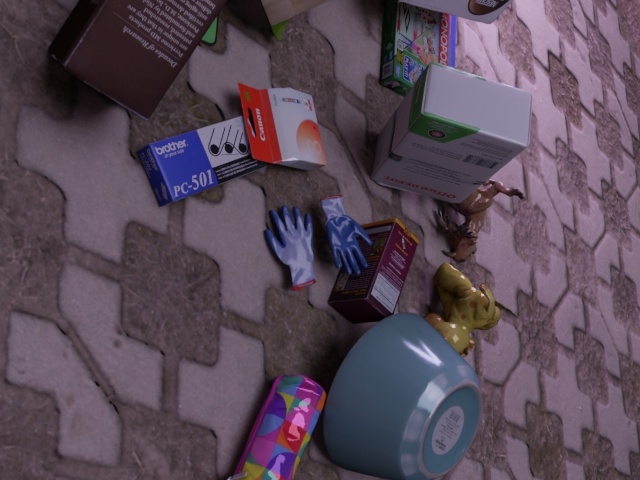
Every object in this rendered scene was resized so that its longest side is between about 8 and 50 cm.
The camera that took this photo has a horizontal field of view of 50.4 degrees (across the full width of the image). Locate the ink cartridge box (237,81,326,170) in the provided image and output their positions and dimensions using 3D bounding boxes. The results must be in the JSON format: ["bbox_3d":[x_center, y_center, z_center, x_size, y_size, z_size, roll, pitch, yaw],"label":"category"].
[{"bbox_3d":[-0.065,-0.208,1.219,0.179,0.045,0.145,5,71,-58],"label":"ink cartridge box"}]

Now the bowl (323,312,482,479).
[{"bbox_3d":[0.170,0.299,1.203,0.311,0.163,0.312,-17,116,-40],"label":"bowl"}]

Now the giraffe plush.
[{"bbox_3d":[0.284,0.175,1.427,0.170,0.210,0.181,-48,121,-6],"label":"giraffe plush"}]

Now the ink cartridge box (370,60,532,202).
[{"bbox_3d":[0.244,-0.198,1.332,0.211,0.289,0.121,15,69,-11],"label":"ink cartridge box"}]

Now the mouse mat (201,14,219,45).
[{"bbox_3d":[-0.251,-0.431,1.156,0.189,0.007,0.153,15,71,-41],"label":"mouse mat"}]

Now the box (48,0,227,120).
[{"bbox_3d":[-0.209,-0.372,0.941,0.143,0.191,0.381,35,93,-33],"label":"box"}]

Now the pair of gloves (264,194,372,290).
[{"bbox_3d":[0.000,0.000,1.241,0.198,0.023,0.159,-14,83,-25],"label":"pair of gloves"}]

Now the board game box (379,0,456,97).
[{"bbox_3d":[0.233,-0.473,1.582,0.213,0.046,0.317,18,69,-38],"label":"board game box"}]

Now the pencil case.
[{"bbox_3d":[-0.074,0.330,1.095,0.104,0.104,0.236,45,53,-26],"label":"pencil case"}]

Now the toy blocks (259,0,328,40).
[{"bbox_3d":[-0.026,-0.558,1.142,0.191,0.261,0.381,-111,176,-51],"label":"toy blocks"}]

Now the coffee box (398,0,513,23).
[{"bbox_3d":[0.297,-0.712,1.431,0.337,0.334,0.338,-5,61,-42],"label":"coffee box"}]

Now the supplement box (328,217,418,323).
[{"bbox_3d":[0.104,0.059,1.309,0.081,0.104,0.188,41,57,-30],"label":"supplement box"}]

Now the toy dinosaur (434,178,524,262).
[{"bbox_3d":[0.312,-0.114,1.538,0.200,0.127,0.296,-32,86,-6],"label":"toy dinosaur"}]

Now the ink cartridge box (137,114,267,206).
[{"bbox_3d":[-0.190,-0.134,1.121,0.207,0.046,0.097,-28,99,-42],"label":"ink cartridge box"}]
